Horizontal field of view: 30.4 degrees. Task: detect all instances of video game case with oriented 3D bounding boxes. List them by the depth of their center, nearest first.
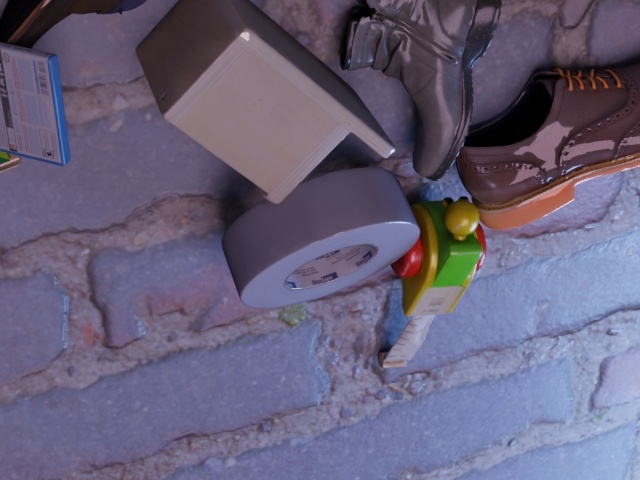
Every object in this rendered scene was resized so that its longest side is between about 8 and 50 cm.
[{"bbox_3d":[-0.325,-0.142,1.153,0.166,0.015,0.119,14,128,17],"label":"video game case"}]

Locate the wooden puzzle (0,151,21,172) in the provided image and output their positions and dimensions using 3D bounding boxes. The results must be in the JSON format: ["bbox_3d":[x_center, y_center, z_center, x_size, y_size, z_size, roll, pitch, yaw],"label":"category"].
[{"bbox_3d":[-0.359,-0.097,1.239,0.116,0.014,0.079,-27,129,0],"label":"wooden puzzle"}]

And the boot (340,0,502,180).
[{"bbox_3d":[0.093,-0.191,1.316,0.161,0.083,0.247,5,117,-16],"label":"boot"}]

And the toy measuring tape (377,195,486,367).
[{"bbox_3d":[0.127,0.041,1.493,0.121,0.121,0.330,-4,148,-19],"label":"toy measuring tape"}]

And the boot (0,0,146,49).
[{"bbox_3d":[-0.228,-0.234,1.146,0.106,0.082,0.219,27,117,-36],"label":"boot"}]

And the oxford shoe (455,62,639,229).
[{"bbox_3d":[0.328,-0.154,1.394,0.363,0.130,0.133,-32,120,0],"label":"oxford shoe"}]

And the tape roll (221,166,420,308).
[{"bbox_3d":[0.000,0.000,1.342,0.219,0.072,0.219,-20,162,-7],"label":"tape roll"}]

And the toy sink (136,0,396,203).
[{"bbox_3d":[-0.060,-0.142,1.234,0.131,0.153,0.234,-45,128,14],"label":"toy sink"}]
